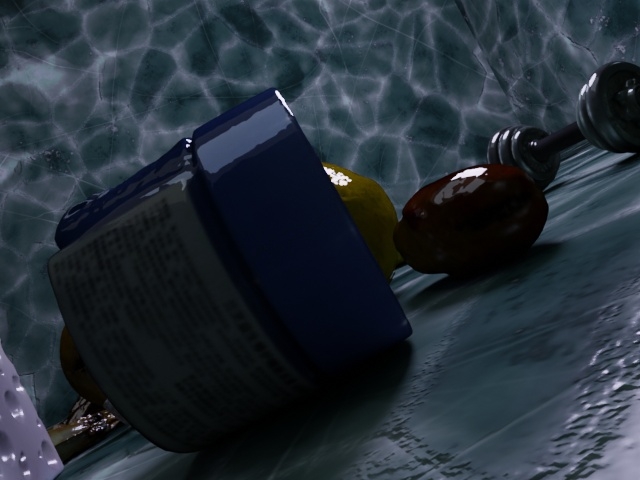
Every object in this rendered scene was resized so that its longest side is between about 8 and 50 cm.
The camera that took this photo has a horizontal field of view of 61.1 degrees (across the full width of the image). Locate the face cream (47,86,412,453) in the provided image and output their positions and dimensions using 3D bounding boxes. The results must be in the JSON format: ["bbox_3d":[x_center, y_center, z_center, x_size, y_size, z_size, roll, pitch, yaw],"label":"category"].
[{"bbox_3d":[-0.074,0.027,0.482,0.225,0.249,0.249,-29,-2,1],"label":"face cream"}]

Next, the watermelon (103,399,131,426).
[{"bbox_3d":[-0.241,0.234,0.919,0.241,0.094,0.154,-30,-8,-28],"label":"watermelon"}]

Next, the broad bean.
[{"bbox_3d":[0.173,-0.022,0.662,0.156,0.122,0.228,-29,2,-14],"label":"broad bean"}]

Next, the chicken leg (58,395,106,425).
[{"bbox_3d":[-0.507,0.377,1.136,0.113,0.093,0.304,-16,7,24],"label":"chicken leg"}]

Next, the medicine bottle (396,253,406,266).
[{"bbox_3d":[0.243,-0.007,1.225,0.260,0.064,0.095,-28,-2,36],"label":"medicine bottle"}]

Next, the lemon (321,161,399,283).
[{"bbox_3d":[0.000,0.000,0.858,0.258,0.258,0.310,-28,2,20],"label":"lemon"}]

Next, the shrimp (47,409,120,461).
[{"bbox_3d":[-0.456,0.354,0.893,0.267,0.061,0.145,-29,-10,-37],"label":"shrimp"}]

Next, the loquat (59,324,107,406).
[{"bbox_3d":[-0.390,0.218,1.113,0.263,0.263,0.263,-28,-2,-1],"label":"loquat"}]

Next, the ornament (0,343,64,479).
[{"bbox_3d":[-0.506,0.267,0.661,0.239,0.240,0.240,-28,-2,-14],"label":"ornament"}]

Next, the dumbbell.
[{"bbox_3d":[0.504,-0.212,1.110,0.179,0.179,0.406,-27,-1,-25],"label":"dumbbell"}]
